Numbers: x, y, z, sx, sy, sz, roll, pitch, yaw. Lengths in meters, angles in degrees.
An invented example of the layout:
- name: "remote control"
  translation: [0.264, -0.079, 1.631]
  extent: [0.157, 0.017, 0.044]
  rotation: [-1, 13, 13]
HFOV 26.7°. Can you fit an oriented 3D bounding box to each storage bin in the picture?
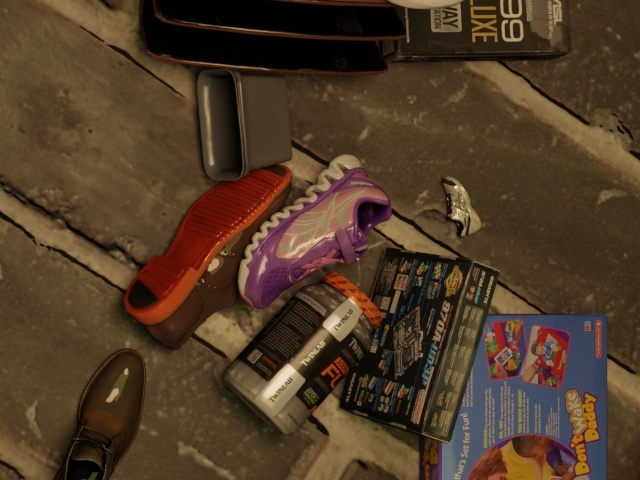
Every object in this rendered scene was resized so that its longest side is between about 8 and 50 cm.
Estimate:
- name: "storage bin"
  translation: [-0.092, -0.146, 1.666]
  extent: [0.091, 0.098, 0.135]
  rotation: [-10, 99, -38]

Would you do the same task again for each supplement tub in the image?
- name: "supplement tub"
  translation: [-0.018, 0.136, 1.662]
  extent: [0.117, 0.117, 0.190]
  rotation: [45, 79, -10]

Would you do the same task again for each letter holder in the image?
- name: "letter holder"
  translation: [-0.048, -0.272, 1.590]
  extent: [0.302, 0.214, 0.152]
  rotation: [2, 125, -15]

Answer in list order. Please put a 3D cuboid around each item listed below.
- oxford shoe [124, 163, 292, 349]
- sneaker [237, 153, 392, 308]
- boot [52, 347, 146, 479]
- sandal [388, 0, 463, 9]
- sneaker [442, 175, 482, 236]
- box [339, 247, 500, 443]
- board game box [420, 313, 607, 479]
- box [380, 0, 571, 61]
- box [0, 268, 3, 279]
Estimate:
- name: "oxford shoe"
  translation: [-0.125, 0.016, 1.665]
  extent: [0.271, 0.097, 0.098]
  rotation: [-47, 131, -16]
- name: "sneaker"
  translation: [0.000, 0.000, 1.653]
  extent: [0.104, 0.095, 0.236]
  rotation: [34, 68, 26]
- name: "boot"
  translation: [-0.255, 0.235, 1.601]
  extent: [0.082, 0.106, 0.219]
  rotation: [22, 84, -14]
- name: "sandal"
  translation: [0.051, -0.416, 1.589]
  extent: [0.169, 0.102, 0.416]
  rotation: [-16, 49, -34]
- name: "sneaker"
  translation: [0.178, -0.043, 1.762]
  extent: [0.037, 0.032, 0.083]
  rotation: [-31, 96, -14]
- name: "box"
  translation: [0.119, 0.124, 1.667]
  extent: [0.051, 0.175, 0.220]
  rotation: [21, 82, -34]
- name: "board game box"
  translation: [0.250, 0.266, 1.746]
  extent: [0.233, 0.078, 0.347]
  rotation: [2, 87, -16]
- name: "box"
  translation: [0.193, -0.386, 1.751]
  extent: [0.242, 0.076, 0.307]
  rotation: [-2, 89, -15]
- name: "box"
  translation: [-0.447, 0.022, 1.571]
  extent: [0.137, 0.027, 0.094]
  rotation: [-16, 130, -15]
